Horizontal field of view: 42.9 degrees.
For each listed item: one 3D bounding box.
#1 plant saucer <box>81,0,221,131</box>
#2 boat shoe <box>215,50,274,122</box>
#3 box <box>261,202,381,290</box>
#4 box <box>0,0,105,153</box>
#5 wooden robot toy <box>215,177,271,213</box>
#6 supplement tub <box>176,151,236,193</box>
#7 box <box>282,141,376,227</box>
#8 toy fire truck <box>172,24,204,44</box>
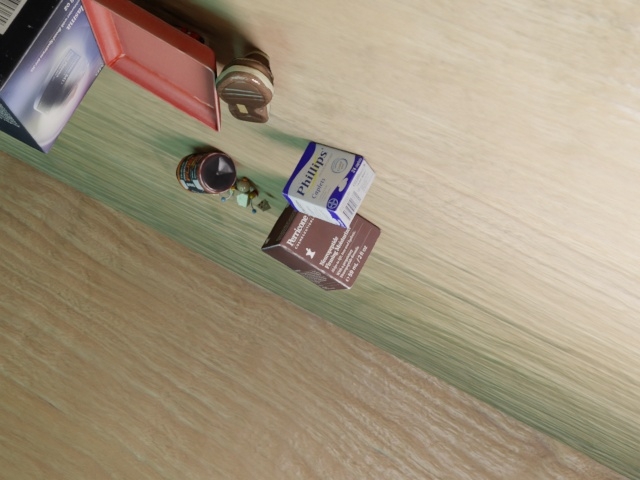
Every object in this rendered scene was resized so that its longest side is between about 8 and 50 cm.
[{"bbox_3d":[-0.277,-0.316,1.416,0.258,0.047,0.259,31,164,4],"label":"plant saucer"},{"bbox_3d":[-0.120,-0.270,1.344,0.095,0.095,0.257,10,174,-5],"label":"boat shoe"},{"bbox_3d":[0.000,0.000,1.939,0.203,0.168,0.167,32,166,-14],"label":"box"},{"bbox_3d":[-0.507,-0.354,1.421,0.183,0.296,0.294,28,167,2],"label":"box"},{"bbox_3d":[-0.205,-0.137,2.131,0.173,0.076,0.079,21,129,13],"label":"wooden robot toy"},{"bbox_3d":[-0.299,-0.171,2.067,0.106,0.106,0.198,37,164,-28],"label":"supplement tub"},{"bbox_3d":[0.016,-0.110,1.596,0.137,0.126,0.072,20,165,33],"label":"box"},{"bbox_3d":[-0.270,-0.343,1.503,0.135,0.047,0.192,28,166,10],"label":"toy fire truck"}]
